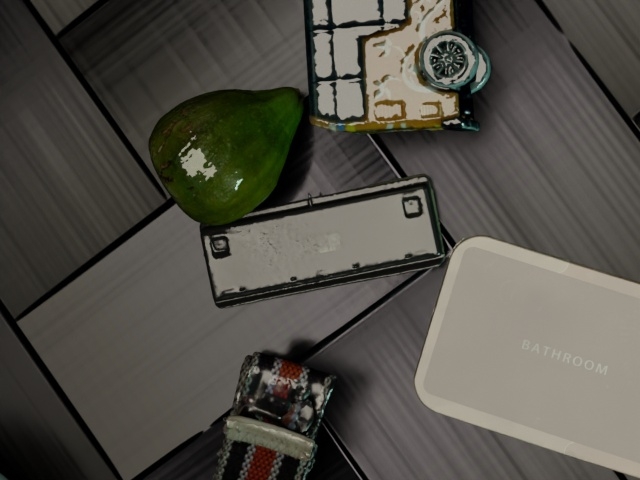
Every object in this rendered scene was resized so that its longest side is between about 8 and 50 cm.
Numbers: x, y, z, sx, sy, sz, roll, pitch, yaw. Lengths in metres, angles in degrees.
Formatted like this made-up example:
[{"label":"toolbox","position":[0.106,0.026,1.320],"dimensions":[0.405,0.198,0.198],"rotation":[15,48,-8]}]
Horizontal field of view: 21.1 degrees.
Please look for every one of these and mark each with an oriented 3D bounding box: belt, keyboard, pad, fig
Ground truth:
[{"label":"belt","position":[-0.074,0.278,1.611],"dimensions":[0.094,0.126,0.359],"rotation":[17,100,0]},{"label":"keyboard","position":[0.000,0.000,1.635],"dimensions":[0.230,0.025,0.094],"rotation":[-11,90,10]},{"label":"pad","position":[0.230,0.109,1.606],"dimensions":[0.266,0.002,0.176],"rotation":[17,93,10]},{"label":"fig","position":[-0.078,-0.089,1.605],"dimensions":[0.156,0.123,0.123],"rotation":[-31,85,-3]}]

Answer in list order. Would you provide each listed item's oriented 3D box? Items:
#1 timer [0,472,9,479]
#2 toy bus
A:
[{"label":"timer","position":[-0.400,0.344,1.626],"dimensions":[0.285,0.285,0.285],"rotation":[0,91,10]},{"label":"toy bus","position":[0.064,-0.235,1.567],"dimensions":[0.167,0.138,0.275],"rotation":[-2,92,12]}]
